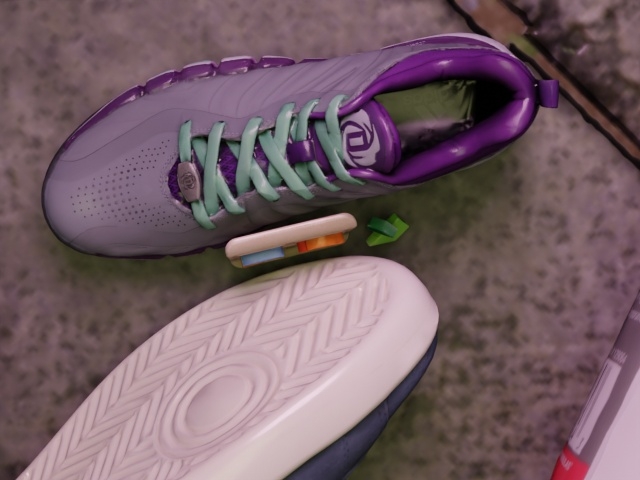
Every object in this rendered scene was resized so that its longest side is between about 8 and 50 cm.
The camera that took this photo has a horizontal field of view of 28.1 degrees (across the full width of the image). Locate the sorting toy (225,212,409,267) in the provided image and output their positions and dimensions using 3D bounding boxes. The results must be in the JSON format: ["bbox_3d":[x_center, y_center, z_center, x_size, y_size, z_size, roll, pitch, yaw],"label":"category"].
[{"bbox_3d":[0.000,0.000,0.567,0.083,0.062,0.012,-13,83,-3],"label":"sorting toy"}]

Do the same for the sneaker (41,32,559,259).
[{"bbox_3d":[-0.014,-0.045,0.543,0.224,0.098,0.083,-17,96,-3],"label":"sneaker"}]

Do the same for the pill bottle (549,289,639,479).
[{"bbox_3d":[0.231,0.022,0.530,0.176,0.176,0.318,25,93,-6],"label":"pill bottle"}]

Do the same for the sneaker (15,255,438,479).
[{"bbox_3d":[-0.067,0.159,0.558,0.350,0.131,0.148,-42,118,-5],"label":"sneaker"}]
